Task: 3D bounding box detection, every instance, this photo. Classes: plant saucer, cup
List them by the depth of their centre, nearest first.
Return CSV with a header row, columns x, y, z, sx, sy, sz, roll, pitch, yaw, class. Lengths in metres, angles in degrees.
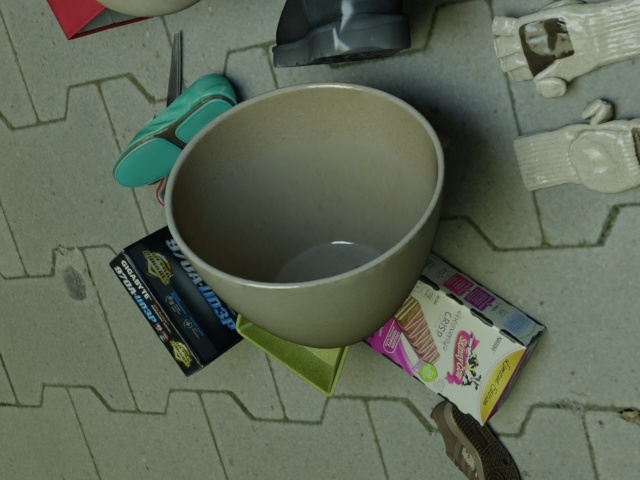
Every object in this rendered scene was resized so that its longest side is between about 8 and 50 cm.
x,y,z,sx,sy,sz,roll,pitch,yaw,class
0.000,0.000,1.331,0.331,0.331,0.237,20,147,28,cup
-0.023,0.102,1.540,0.188,0.045,0.188,33,128,22,plant saucer

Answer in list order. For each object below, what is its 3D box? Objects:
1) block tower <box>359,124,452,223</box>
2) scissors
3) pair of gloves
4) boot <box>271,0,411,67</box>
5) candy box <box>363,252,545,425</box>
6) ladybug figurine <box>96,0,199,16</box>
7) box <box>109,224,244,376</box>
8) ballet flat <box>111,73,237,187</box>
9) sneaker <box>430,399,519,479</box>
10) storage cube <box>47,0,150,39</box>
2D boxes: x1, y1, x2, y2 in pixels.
x,y,z,sx,sy,sz,roll,pitch,yaw,class
0.066,-0.020,1.507,0.097,0.091,0.335,35,127,19,block tower
-0.227,-0.182,1.695,0.109,0.021,0.297,39,128,18,scissors
0.313,-0.168,1.286,0.204,0.042,0.240,1,112,36,pair of gloves
0.010,-0.440,1.286,0.367,0.146,0.445,-161,64,-74,boot
0.176,0.128,1.508,0.233,0.071,0.159,33,127,19,candy box
-0.209,-0.506,1.310,0.305,0.162,0.449,2,90,-4,ladybug figurine
-0.205,0.082,1.698,0.051,0.175,0.220,-37,87,42,box
-0.220,-0.171,1.638,0.247,0.087,0.083,-33,130,26,ballet flat
0.228,0.317,1.577,0.071,0.066,0.188,-30,87,58,sneaker
-0.287,-0.425,1.513,0.215,0.184,0.193,-26,93,42,storage cube
